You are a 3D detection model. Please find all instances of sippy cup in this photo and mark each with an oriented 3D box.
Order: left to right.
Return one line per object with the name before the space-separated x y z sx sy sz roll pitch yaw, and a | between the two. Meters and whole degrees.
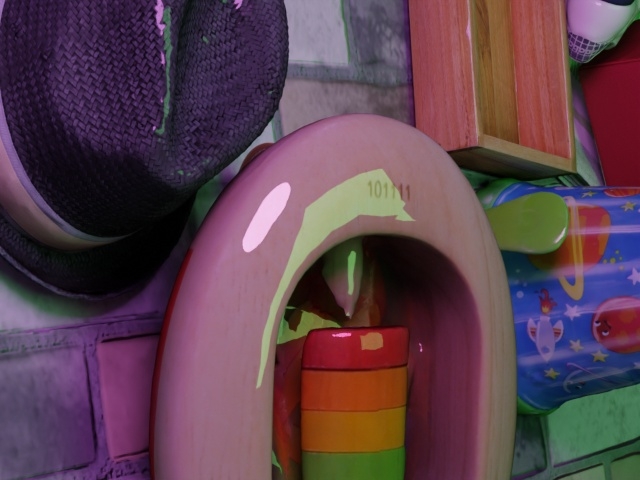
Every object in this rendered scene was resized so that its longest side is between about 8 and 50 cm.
sippy cup | 0.275 0.045 1.804 0.305 0.224 0.240 -25 104 -56

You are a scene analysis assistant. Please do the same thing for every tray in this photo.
tray | 0.160 -0.274 1.841 0.203 0.076 0.411 10 76 -55

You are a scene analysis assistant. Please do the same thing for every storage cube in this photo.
storage cube | 0.413 -0.141 2.021 0.184 0.193 0.215 -40 117 -52

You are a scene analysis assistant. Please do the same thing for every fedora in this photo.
fedora | -0.125 -0.128 1.313 0.334 0.152 0.334 18 68 -53

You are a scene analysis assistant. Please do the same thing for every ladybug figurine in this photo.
ladybug figurine | -0.003 0.132 1.382 0.305 0.162 0.449 5 90 -36

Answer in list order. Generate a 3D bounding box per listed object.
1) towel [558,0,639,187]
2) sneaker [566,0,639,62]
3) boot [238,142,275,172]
towel | 0.299 -0.202 2.062 0.248 0.038 0.325 36 54 -48
sneaker | 0.301 -0.256 1.982 0.235 0.090 0.095 -40 149 -62
boot | 0.000 0.000 1.550 0.152 0.073 0.197 -32 117 -56
